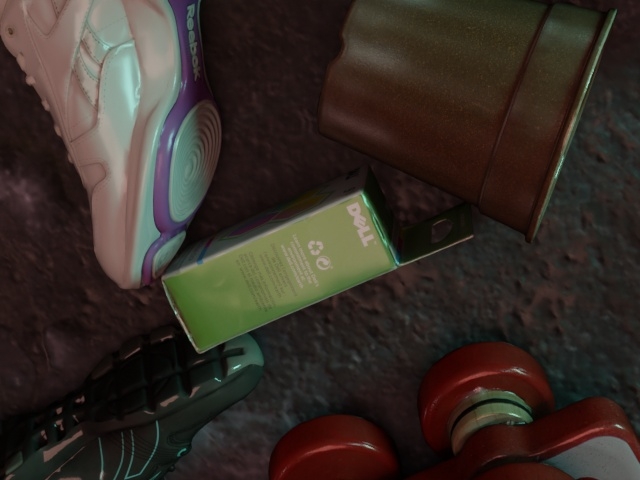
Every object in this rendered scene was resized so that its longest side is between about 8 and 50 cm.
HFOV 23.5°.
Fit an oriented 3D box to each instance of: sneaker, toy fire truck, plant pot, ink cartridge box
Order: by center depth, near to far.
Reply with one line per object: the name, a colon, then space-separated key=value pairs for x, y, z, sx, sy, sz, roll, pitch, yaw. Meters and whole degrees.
plant pot: x=0.095 y=-0.103 z=1.040 sx=0.165 sy=0.167 sz=0.167 roll=20 pitch=103 yaw=9
ink cartridge box: x=0.000 y=0.000 z=1.087 sx=0.209 sy=0.109 sz=0.062 roll=-23 pitch=100 yaw=9
sneaker: x=-0.153 y=-0.119 z=1.091 sx=0.152 sy=0.114 sz=0.305 roll=3 pitch=100 yaw=20
toy fire truck: x=0.111 y=0.238 z=1.119 sx=0.302 sy=0.169 sz=0.254 roll=-26 pitch=123 yaw=10
sneaker: x=-0.153 y=0.152 z=1.154 sx=0.267 sy=0.101 sz=0.106 roll=-28 pitch=120 yaw=9
